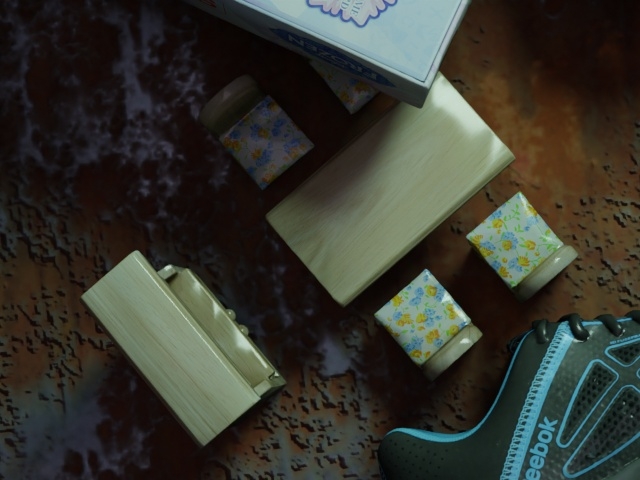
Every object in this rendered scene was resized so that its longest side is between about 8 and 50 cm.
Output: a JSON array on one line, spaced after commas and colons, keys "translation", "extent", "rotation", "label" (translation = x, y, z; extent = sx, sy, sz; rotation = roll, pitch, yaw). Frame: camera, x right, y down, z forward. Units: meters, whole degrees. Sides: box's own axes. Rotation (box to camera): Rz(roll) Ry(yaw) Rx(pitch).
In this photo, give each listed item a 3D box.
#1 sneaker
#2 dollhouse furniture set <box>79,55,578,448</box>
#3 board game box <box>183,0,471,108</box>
[{"translation": [0.189, 0.082, 0.856], "extent": [0.341, 0.125, 0.139], "rotation": [-37, 75, -2], "label": "sneaker"}, {"translation": [0.000, 0.000, 0.858], "extent": [0.242, 0.161, 0.212], "rotation": [-41, 84, 2], "label": "dollhouse furniture set"}, {"translation": [-0.018, -0.284, 0.829], "extent": [0.318, 0.066, 0.318], "rotation": [25, 85, 3], "label": "board game box"}]
